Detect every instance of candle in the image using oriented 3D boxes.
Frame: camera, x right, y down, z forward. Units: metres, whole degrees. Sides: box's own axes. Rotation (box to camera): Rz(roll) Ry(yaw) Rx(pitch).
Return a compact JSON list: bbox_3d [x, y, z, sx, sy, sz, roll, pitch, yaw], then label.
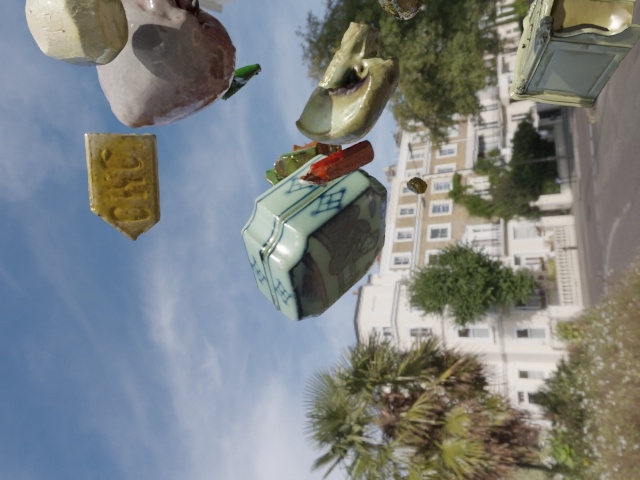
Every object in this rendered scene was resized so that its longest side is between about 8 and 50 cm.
[{"bbox_3d":[0.027,-0.113,0.708,0.162,0.053,0.048,-31,-108,-36],"label":"candle"}]

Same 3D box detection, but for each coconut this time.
[{"bbox_3d":[-0.452,-0.408,0.833,0.161,0.162,0.161,3,-90,-84],"label":"coconut"}]

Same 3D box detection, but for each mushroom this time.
[{"bbox_3d":[0.113,-0.350,1.103,0.217,0.212,0.292,3,-61,-44],"label":"mushroom"}]

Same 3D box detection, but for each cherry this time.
[{"bbox_3d":[-0.384,-0.448,1.080,0.291,0.334,0.326,-109,-8,-50],"label":"cherry"}]

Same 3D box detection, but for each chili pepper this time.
[{"bbox_3d":[-0.320,-0.605,1.713,0.108,0.216,0.062,82,162,-74],"label":"chili pepper"}]

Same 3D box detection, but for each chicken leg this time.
[{"bbox_3d":[0.106,-0.374,0.670,0.093,0.070,0.178,56,-148,-9],"label":"chicken leg"}]

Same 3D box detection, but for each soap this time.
[{"bbox_3d":[-0.478,-0.131,1.110,0.160,0.080,0.258,-4,-76,-21],"label":"soap"}]

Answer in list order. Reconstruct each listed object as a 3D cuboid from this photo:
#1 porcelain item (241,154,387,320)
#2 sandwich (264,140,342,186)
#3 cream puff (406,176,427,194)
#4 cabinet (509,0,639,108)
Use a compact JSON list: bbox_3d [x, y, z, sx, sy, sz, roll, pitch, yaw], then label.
[{"bbox_3d":[0.000,0.000,0.902,0.286,0.157,0.281,-38,-33,-26],"label":"porcelain item"},{"bbox_3d":[-0.023,-0.272,1.582,0.301,0.250,0.162,-51,-21,-18],"label":"sandwich"},{"bbox_3d":[0.352,-0.199,1.662,0.083,0.083,0.058,-25,-59,-36],"label":"cream puff"},{"bbox_3d":[0.658,-0.561,1.174,0.318,0.227,0.290,51,-127,-72],"label":"cabinet"}]
